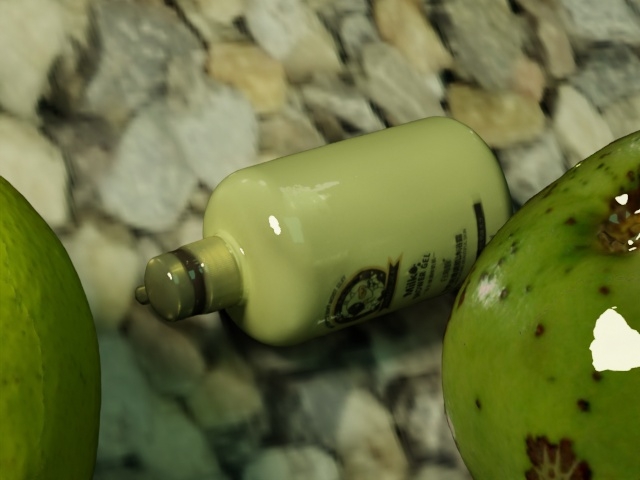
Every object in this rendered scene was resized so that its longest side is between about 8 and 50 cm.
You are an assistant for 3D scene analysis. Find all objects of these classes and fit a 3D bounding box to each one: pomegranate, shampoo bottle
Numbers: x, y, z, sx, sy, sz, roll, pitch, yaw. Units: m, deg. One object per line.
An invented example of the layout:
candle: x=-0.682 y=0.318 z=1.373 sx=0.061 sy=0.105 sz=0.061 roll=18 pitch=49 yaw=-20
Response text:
pomegranate: x=0.176 y=0.068 z=0.652 sx=0.248 sy=0.214 sz=0.214 roll=44 pitch=45 yaw=-34
shampoo bottle: x=0.000 y=0.000 z=0.682 sx=0.162 sy=0.079 sz=0.079 roll=-17 pitch=67 yaw=-30

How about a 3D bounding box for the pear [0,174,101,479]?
pear: x=-0.174 y=0.038 z=0.529 sx=0.187 sy=0.187 sz=0.219 roll=-19 pitch=66 yaw=-30
